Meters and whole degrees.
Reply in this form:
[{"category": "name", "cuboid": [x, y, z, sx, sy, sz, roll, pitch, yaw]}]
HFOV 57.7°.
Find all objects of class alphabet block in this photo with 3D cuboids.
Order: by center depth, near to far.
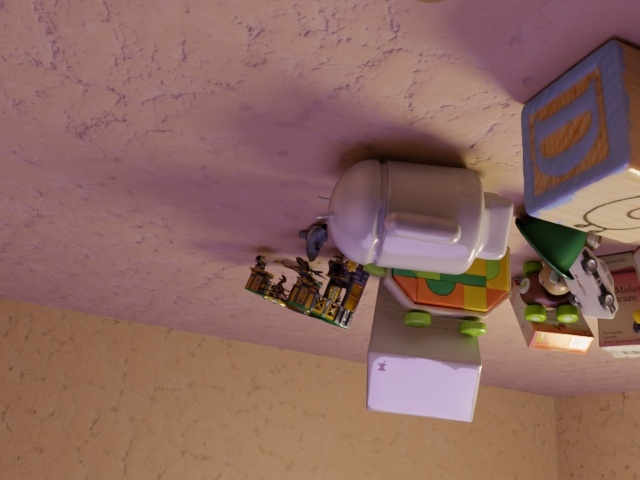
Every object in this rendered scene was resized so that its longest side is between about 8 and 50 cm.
[{"category": "alphabet block", "cuboid": [0.423, -0.128, 0.816, 0.197, 0.193, 0.192, 13, 160, -17]}]

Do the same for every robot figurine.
[{"category": "robot figurine", "cuboid": [0.168, -0.045, 1.086, 0.354, 0.199, 0.300, 6, -172, -2]}]

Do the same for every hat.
[{"category": "hat", "cuboid": [0.525, -0.037, 1.185, 0.173, 0.208, 0.183, 44, 111, -1]}]

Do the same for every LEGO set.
[{"category": "LEGO set", "cuboid": [-0.031, 0.097, 1.573, 0.255, 0.192, 0.331, 29, 167, -28]}]

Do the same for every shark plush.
[{"category": "shark plush", "cuboid": [0.000, 0.000, 1.428, 0.073, 0.067, 0.161, 15, 157, -20]}]

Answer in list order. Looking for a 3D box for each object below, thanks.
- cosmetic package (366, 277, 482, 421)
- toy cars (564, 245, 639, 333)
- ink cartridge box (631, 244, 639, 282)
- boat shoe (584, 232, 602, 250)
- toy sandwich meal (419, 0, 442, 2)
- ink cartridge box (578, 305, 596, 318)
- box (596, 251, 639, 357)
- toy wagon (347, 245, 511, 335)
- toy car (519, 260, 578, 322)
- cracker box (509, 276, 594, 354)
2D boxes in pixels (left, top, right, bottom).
[{"category": "cosmetic package", "cuboid": [0.243, 0.205, 1.381, 0.230, 0.453, 0.161, 5, 116, 9]}, {"category": "toy cars", "cuboid": [0.676, 0.144, 1.265, 0.394, 0.087, 0.176, 44, 157, 27]}, {"category": "ink cartridge box", "cuboid": [0.823, 0.032, 1.134, 0.307, 0.131, 0.226, 8, 140, -7]}, {"category": "boat shoe", "cuboid": [0.596, 0.009, 1.329, 0.045, 0.050, 0.135, 17, 159, 8]}, {"category": "toy sandwich meal", "cuboid": [0.130, -0.307, 0.662, 0.086, 0.029, 0.085, 9, 162, 3]}, {"category": "ink cartridge box", "cuboid": [0.880, 0.198, 1.709, 0.210, 0.062, 0.109, 12, 157, -16]}, {"category": "box", "cuboid": [0.758, 0.155, 1.397, 0.149, 0.232, 0.127, -14, 151, 40]}, {"category": "toy wagon", "cuboid": [0.229, 0.052, 1.224, 0.345, 0.267, 0.068, 9, 157, -6]}, {"category": "toy car", "cuboid": [0.562, 0.094, 1.423, 0.149, 0.154, 0.188, -3, 148, 21]}, {"category": "cracker box", "cuboid": [0.613, 0.198, 1.565, 0.156, 0.232, 0.067, 6, 122, -2]}]
